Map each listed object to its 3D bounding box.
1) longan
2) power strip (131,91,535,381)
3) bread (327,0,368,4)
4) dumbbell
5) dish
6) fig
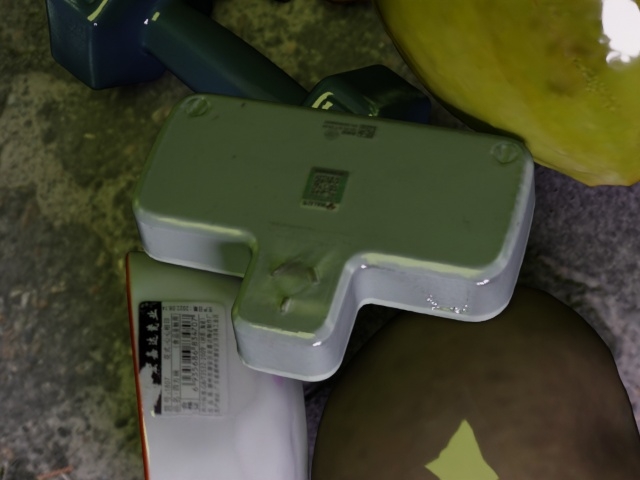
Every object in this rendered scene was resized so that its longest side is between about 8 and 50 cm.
[{"bbox_3d":[0.112,0.149,1.038,0.246,0.215,0.246,0,98,3],"label":"longan"},{"bbox_3d":[0.000,0.000,1.004,0.265,0.059,0.194,10,56,14],"label":"power strip"},{"bbox_3d":[0.021,-0.231,1.231,0.081,0.046,0.083,38,93,14],"label":"bread"},{"bbox_3d":[-0.070,-0.131,1.190,0.316,0.156,0.144,38,120,20],"label":"dumbbell"},{"bbox_3d":[-0.074,0.129,1.094,0.117,0.256,0.256,-5,76,-8],"label":"dish"},{"bbox_3d":[0.177,-0.210,1.054,0.343,0.343,0.343,-3,77,15],"label":"fig"}]
